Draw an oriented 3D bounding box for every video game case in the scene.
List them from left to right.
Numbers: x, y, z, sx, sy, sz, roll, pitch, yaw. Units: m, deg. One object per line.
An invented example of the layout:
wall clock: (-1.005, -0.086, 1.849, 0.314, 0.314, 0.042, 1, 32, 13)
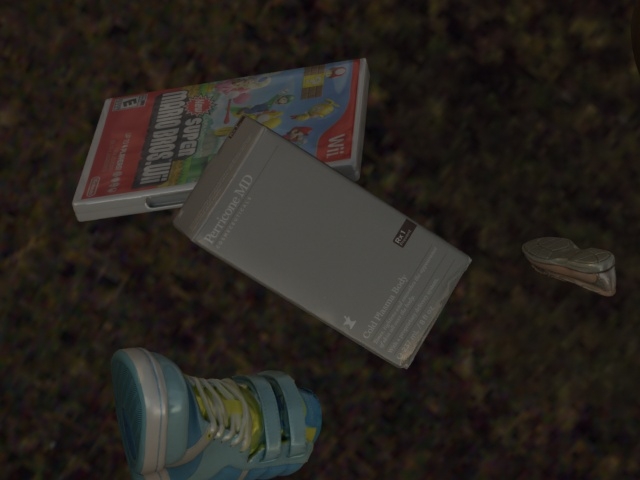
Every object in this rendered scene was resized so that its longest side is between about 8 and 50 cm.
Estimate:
video game case: (-0.096, -0.104, 1.823, 0.285, 0.025, 0.204, -8, 34, 10)

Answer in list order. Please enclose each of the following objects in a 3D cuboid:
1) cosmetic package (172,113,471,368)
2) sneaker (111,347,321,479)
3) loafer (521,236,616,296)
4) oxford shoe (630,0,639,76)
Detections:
cosmetic package: (0.000, 0.000, 1.639, 0.238, 0.127, 0.107, 30, 2, -20)
sneaker: (-0.097, 0.168, 1.812, 0.208, 0.319, 0.127, -12, 72, -8)
loafer: (0.233, 0.026, 1.699, 0.045, 0.125, 0.039, -24, 109, -23)
oxford shoe: (0.229, -0.042, 0.953, 0.083, 0.096, 0.227, -18, 83, -10)
